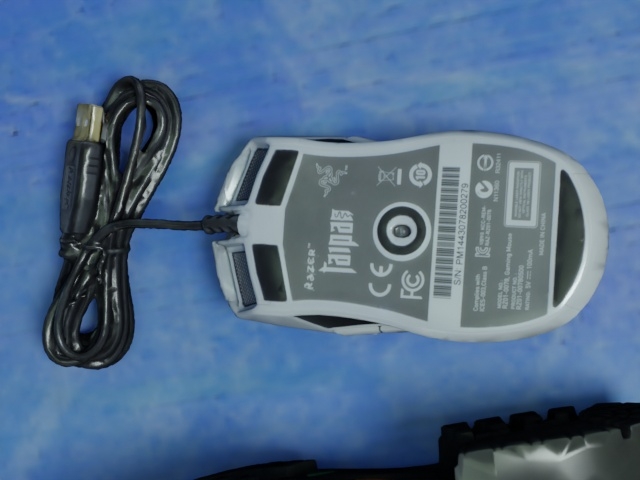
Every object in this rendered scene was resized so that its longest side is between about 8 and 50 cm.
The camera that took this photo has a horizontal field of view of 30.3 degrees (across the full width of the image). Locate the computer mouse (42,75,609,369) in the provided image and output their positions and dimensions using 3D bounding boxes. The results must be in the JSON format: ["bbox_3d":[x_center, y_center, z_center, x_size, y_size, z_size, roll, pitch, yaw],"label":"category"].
[{"bbox_3d":[0.000,0.000,0.405,0.193,0.042,0.106,5,84,16],"label":"computer mouse"}]

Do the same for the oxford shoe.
[{"bbox_3d":[0.002,0.117,0.379,0.227,0.083,0.096,-10,90,11],"label":"oxford shoe"}]
